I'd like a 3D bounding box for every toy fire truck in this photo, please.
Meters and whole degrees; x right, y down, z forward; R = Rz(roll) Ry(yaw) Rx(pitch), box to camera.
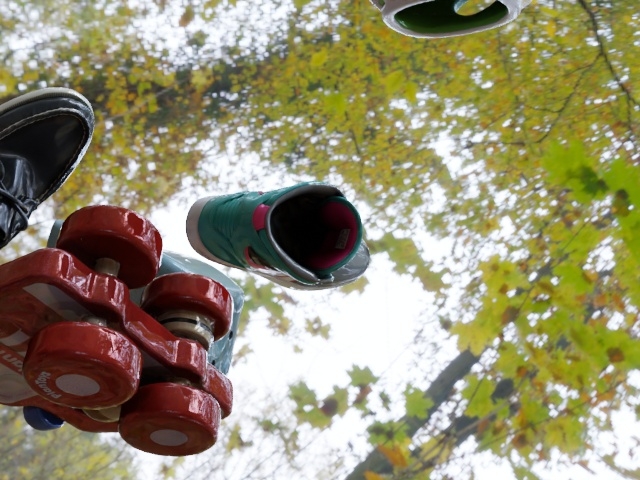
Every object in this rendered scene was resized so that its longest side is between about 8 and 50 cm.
[{"bbox_3d":[-0.241,0.116,0.830,0.253,0.169,0.302,-17,-42,23],"label":"toy fire truck"}]

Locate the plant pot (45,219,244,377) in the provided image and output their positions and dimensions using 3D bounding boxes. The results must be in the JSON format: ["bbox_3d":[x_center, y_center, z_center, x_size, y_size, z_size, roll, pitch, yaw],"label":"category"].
[{"bbox_3d":[-0.267,0.124,1.274,0.252,0.248,0.247,10,-95,19],"label":"plant pot"}]

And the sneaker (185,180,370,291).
[{"bbox_3d":[0.000,0.000,1.031,0.178,0.295,0.124,0,-99,47],"label":"sneaker"}]

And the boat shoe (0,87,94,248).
[{"bbox_3d":[-0.380,-0.033,0.901,0.113,0.340,0.127,47,-11,45],"label":"boat shoe"}]

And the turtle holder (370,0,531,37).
[{"bbox_3d":[0.163,-0.332,0.813,0.320,0.243,0.228,0,-96,9],"label":"turtle holder"}]
